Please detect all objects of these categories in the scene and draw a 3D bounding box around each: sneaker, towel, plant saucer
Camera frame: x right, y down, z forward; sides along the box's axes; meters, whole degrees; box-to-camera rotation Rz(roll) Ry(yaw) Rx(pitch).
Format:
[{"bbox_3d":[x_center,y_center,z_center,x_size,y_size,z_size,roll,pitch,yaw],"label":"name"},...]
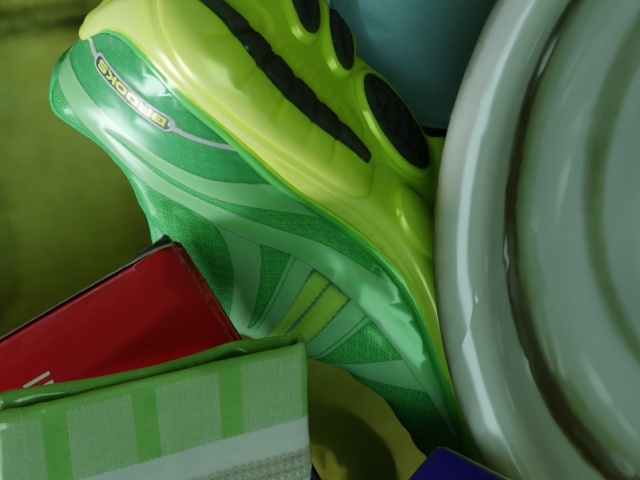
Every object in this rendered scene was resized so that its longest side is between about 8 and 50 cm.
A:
[{"bbox_3d":[0.000,0.000,0.591,0.123,0.109,0.295,-17,125,35],"label":"sneaker"},{"bbox_3d":[-0.057,0.107,0.475,0.113,0.023,0.152,-12,120,-24],"label":"towel"},{"bbox_3d":[0.238,-0.009,0.582,0.401,0.100,0.400,-1,101,-7],"label":"plant saucer"},{"bbox_3d":[0.060,-0.108,0.582,0.119,0.021,0.119,-2,113,-5],"label":"plant saucer"}]

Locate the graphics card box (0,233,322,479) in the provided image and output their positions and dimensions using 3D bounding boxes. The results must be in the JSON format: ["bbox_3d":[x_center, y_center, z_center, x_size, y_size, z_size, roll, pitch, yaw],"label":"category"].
[{"bbox_3d":[-0.075,0.204,0.593,0.233,0.094,0.371,-31,129,-8],"label":"graphics card box"}]

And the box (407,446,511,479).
[{"bbox_3d":[0.044,0.175,0.523,0.137,0.072,0.126,-46,137,-22],"label":"box"}]
